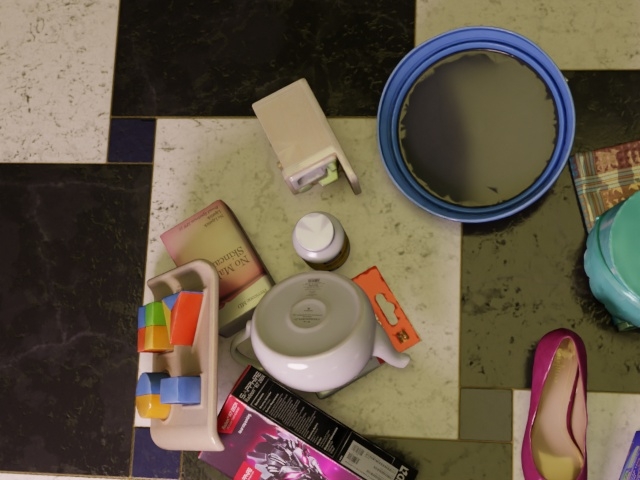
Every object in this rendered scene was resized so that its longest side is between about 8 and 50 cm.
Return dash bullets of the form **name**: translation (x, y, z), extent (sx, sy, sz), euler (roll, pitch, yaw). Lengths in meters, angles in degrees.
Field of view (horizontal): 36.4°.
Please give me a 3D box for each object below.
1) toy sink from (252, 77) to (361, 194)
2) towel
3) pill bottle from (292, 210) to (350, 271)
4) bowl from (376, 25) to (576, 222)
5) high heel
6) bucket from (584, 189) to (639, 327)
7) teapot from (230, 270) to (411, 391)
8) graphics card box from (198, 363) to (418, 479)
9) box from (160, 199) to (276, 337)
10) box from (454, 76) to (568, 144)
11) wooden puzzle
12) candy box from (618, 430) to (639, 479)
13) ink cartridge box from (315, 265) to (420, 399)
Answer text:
- **toy sink**: translation (-0.029, -0.181, 1.976), extent (0.131, 0.153, 0.234), euler (-28, 78, 2)
- **towel**: translation (0.666, -0.025, 1.917), extent (0.271, 0.040, 0.370), euler (-13, 78, 4)
- **pill bottle**: translation (0.000, 0.000, 1.921), extent (0.103, 0.184, 0.103), euler (-1, 79, 7)
- **bowl**: translation (0.308, -0.229, 1.948), extent (0.391, 0.077, 0.391), euler (-1, 88, 15)
- **high heel**: translation (0.438, 0.353, 1.801), extent (0.127, 0.181, 0.377), euler (-4, 79, 7)
- **bucket**: translation (0.636, 0.028, 1.796), extent (0.281, 0.183, 0.281), euler (-1, 78, 6)
- **teapot**: translation (-0.009, 0.195, 1.841), extent (0.252, 0.187, 0.256), euler (-36, 50, -19)
- **graphics card box**: translation (-0.031, 0.415, 1.809), extent (0.371, 0.233, 0.094), euler (32, 42, 3)
- **box**: translation (-0.196, 0.059, 1.964), extent (0.149, 0.127, 0.232), euler (-32, 77, 0)
- **box**: translation (0.393, -0.303, 2.003), extent (0.145, 0.038, 0.186), euler (42, 86, 13)
- **wooden puzzle**: translation (-0.282, 0.227, 1.858), extent (0.080, 0.322, 0.347), euler (1, 79, -29)
- **candy box**: translation (0.590, 0.476, 1.690), extent (0.122, 0.317, 0.268), euler (21, 83, 10)
- **ink cartridge box**: translation (0.052, 0.180, 1.949), extent (0.232, 0.066, 0.189), euler (-32, 77, 5)
